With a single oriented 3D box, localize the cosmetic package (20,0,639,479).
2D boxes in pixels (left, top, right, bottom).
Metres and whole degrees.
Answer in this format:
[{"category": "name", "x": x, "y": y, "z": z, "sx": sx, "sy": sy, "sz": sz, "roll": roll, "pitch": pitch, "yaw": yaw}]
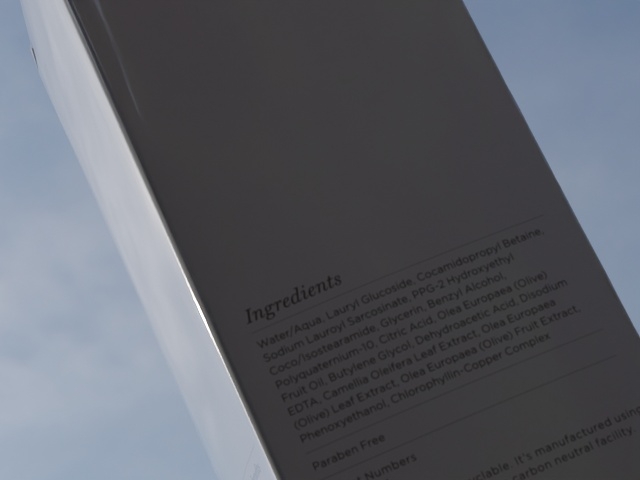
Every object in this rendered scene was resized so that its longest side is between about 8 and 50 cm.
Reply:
[{"category": "cosmetic package", "x": 0.000, "y": 0.000, "z": 0.793, "sx": 0.155, "sy": 0.365, "sz": 0.197, "roll": -21, "pitch": -18, "yaw": -10}]
